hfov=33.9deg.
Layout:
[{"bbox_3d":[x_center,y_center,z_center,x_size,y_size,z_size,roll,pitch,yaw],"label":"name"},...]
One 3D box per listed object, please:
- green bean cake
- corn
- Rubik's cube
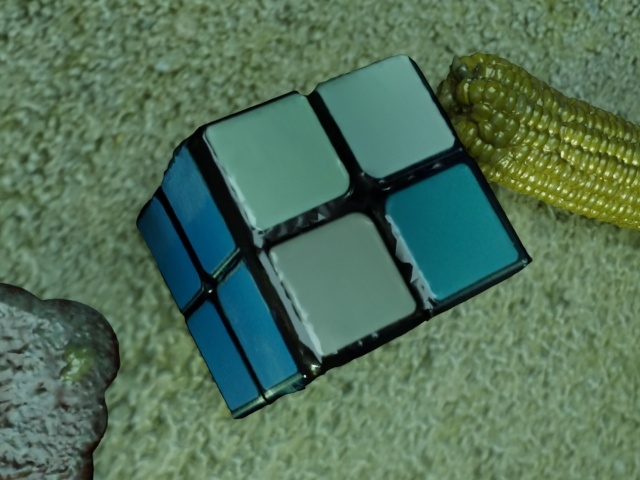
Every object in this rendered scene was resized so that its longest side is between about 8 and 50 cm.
[{"bbox_3d":[-0.234,0.134,0.629,0.199,0.097,0.232,11,69,-18],"label":"green bean cake"},{"bbox_3d":[0.222,-0.071,0.873,0.292,0.101,0.101,17,67,-18],"label":"corn"},{"bbox_3d":[0.001,0.001,0.716,0.180,0.183,0.167,-24,83,-27],"label":"Rubik's cube"}]
